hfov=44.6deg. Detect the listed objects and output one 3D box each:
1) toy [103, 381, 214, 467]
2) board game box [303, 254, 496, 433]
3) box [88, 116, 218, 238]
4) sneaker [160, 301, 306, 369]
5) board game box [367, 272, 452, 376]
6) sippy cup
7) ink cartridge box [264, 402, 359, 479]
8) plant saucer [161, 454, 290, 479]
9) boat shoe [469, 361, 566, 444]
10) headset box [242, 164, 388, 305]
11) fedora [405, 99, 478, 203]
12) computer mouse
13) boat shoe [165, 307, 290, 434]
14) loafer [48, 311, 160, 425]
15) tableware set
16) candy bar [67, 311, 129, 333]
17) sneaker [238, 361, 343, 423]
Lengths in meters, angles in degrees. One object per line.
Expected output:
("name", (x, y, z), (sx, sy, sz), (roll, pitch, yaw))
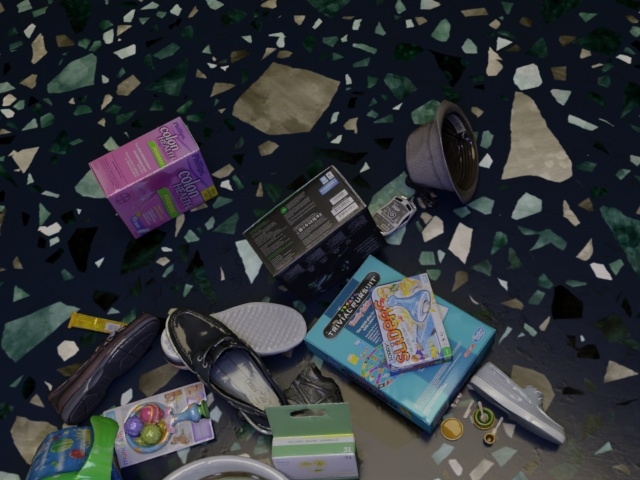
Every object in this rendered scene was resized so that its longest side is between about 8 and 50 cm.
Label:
("toy", (-0.363, 0.400, 1.714), (0.237, 0.056, 0.137), (-16, 62, -2))
("board game box", (0.173, 0.220, 1.720), (0.336, 0.079, 0.254), (32, 70, 25))
("box", (-0.399, -0.148, 1.903), (0.243, 0.213, 0.117), (-30, 64, -9))
("sneaker", (-0.197, 0.218, 1.756), (0.321, 0.127, 0.126), (-4, 67, -13))
("board game box", (0.190, 0.178, 1.673), (0.136, 0.035, 0.201), (-15, 59, 1))
("sippy cup", (-0.496, 0.501, 1.568), (0.305, 0.240, 0.224), (-29, 29, 1))
("ink cartridge box", (-0.015, 0.411, 1.569), (0.171, 0.235, 0.056), (-4, 50, 4))
("plant saucer", (-0.191, 0.638, 1.551), (0.400, 0.100, 0.400), (-3, 63, 6))
("boat shoe", (0.427, 0.336, 1.645), (0.227, 0.079, 0.081), (35, 76, 24))
("headset box", (0.000, 0.000, 1.744), (0.246, 0.283, 0.131), (-37, 66, 2))
("fedora", (0.281, -0.202, 1.860), (0.124, 0.243, 0.275), (-11, 27, 29))
("computer mouse", (0.191, -0.075, 1.899), (0.193, 0.042, 0.106), (-40, 71, -19))
("boat shoe", (-0.191, 0.256, 1.606), (0.127, 0.113, 0.340), (-37, 77, -20))
("loafer", (-0.495, 0.272, 1.768), (0.095, 0.109, 0.302), (33, 74, 24))
("tableware set", (0.305, 0.382, 1.667), (0.154, 0.024, 0.104), (28, 70, 18))
("candy bar", (-0.523, 0.201, 1.851), (0.161, 0.018, 0.040), (9, 69, 10))
("sneaker", (-0.064, 0.339, 1.697), (0.227, 0.087, 0.130), (-5, 61, 0))
